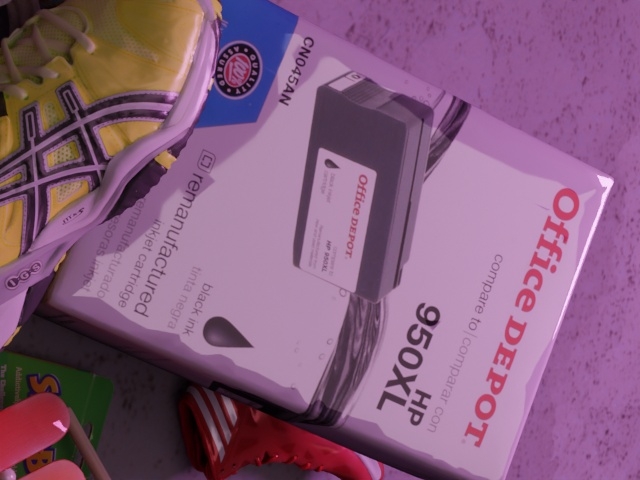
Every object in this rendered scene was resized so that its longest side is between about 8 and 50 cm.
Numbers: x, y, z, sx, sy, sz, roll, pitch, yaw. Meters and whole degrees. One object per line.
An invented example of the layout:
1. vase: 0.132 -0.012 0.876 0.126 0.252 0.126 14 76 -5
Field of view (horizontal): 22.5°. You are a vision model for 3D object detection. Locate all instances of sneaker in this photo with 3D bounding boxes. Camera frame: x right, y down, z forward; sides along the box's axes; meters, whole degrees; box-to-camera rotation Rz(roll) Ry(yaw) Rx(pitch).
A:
1. sneaker: -0.047 0.186 1.457 0.221 0.087 0.128 46 73 -23
2. sneaker: -0.212 -0.070 1.118 0.385 0.145 0.147 -55 136 -4

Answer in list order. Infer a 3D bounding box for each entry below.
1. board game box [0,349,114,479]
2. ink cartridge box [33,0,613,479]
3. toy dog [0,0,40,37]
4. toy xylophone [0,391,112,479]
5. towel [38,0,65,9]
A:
1. board game box: -0.283 0.140 1.255 0.259 0.039 0.124 20 83 -39
2. ink cartridge box: 0.000 0.000 1.303 0.394 0.166 0.286 25 80 -16
3. toy dog: -0.278 -0.231 1.087 0.220 0.161 0.334 -18 116 -29
4. toy xylophone: -0.219 0.243 1.200 0.236 0.081 0.323 -36 96 -37
5. towel: -0.112 -0.349 1.301 0.370 0.040 0.272 -22 110 -28
